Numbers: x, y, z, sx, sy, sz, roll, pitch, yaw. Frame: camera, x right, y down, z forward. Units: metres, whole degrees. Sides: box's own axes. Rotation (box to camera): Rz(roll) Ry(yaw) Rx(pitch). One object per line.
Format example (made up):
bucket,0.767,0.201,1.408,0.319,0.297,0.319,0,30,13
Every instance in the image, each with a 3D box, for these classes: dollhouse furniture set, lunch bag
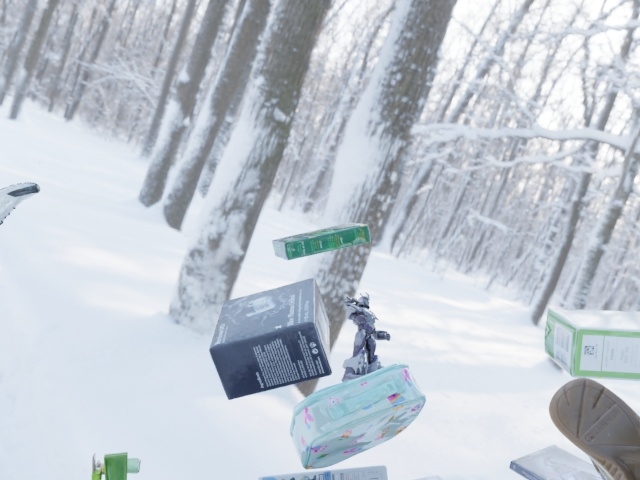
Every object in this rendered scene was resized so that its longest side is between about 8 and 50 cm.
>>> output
dollhouse furniture set,-0.351,0.379,1.108,0.076,0.058,0.152,-1,-3,-13
lunch bag,0.078,0.358,1.338,0.279,0.224,0.107,-18,56,-18

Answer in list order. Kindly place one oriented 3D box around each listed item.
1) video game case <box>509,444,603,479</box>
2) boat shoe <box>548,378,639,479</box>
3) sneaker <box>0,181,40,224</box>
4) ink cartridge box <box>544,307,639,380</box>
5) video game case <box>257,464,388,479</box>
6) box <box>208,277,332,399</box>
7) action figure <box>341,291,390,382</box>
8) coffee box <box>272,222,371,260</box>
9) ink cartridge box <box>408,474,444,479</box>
video game case,0.589,0.545,1.428,0.196,0.026,0.274,1,15,-41
boat shoe,0.446,0.327,0.849,0.123,0.123,0.342,47,1,-35
sneaker,-0.389,-0.037,0.778,0.109,0.043,0.040,-27,8,-13
ink cartridge box,0.388,0.124,0.765,0.209,0.062,0.109,2,6,2
video game case,0.019,0.687,1.438,0.300,0.328,0.036,-4,-20,-4
box,-0.070,0.144,0.972,0.158,0.093,0.156,-16,20,5
action figure,0.127,0.269,1.795,0.099,0.285,0.185,-27,-44,36
coffee box,0.000,0.000,1.346,0.184,0.040,0.113,-12,7,-16
ink cartridge box,0.011,0.489,0.755,0.286,0.166,0.395,-26,10,36
